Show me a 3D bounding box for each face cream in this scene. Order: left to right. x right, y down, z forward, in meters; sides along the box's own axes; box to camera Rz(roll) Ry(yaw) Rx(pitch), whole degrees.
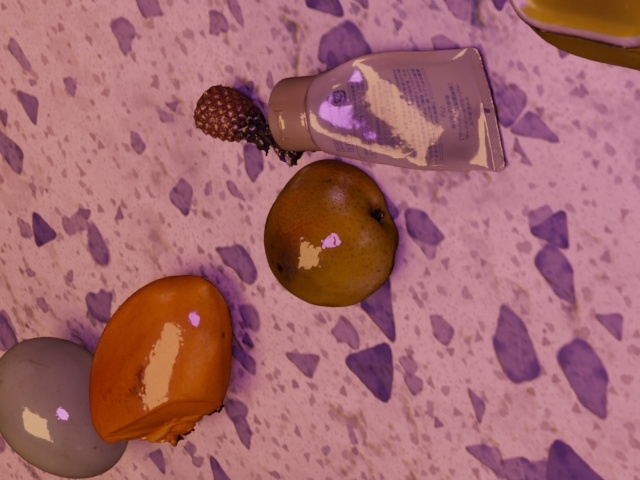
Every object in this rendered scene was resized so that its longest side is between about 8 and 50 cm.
[{"bbox_3d":[0.061,-0.114,1.585,0.224,0.070,0.114,0,115,36],"label":"face cream"}]

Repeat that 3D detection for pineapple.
[{"bbox_3d":[-0.066,-0.106,1.730,0.124,0.058,0.058,33,135,32],"label":"pineapple"}]

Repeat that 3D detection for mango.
[{"bbox_3d":[-0.173,0.133,1.950,0.252,0.126,0.154,-58,47,40],"label":"mango"}]

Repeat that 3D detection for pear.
[{"bbox_3d":[0.000,0.000,1.685,0.141,0.104,0.141,23,127,35],"label":"pear"}]

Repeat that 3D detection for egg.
[{"bbox_3d":[-0.313,0.202,2.134,0.192,0.149,0.149,48,141,14],"label":"egg"}]

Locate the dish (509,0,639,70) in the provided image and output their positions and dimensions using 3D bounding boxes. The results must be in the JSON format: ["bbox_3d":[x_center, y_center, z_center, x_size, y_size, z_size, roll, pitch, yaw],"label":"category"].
[{"bbox_3d":[0.221,-0.205,1.289,0.262,0.108,0.221,30,134,35],"label":"dish"}]
